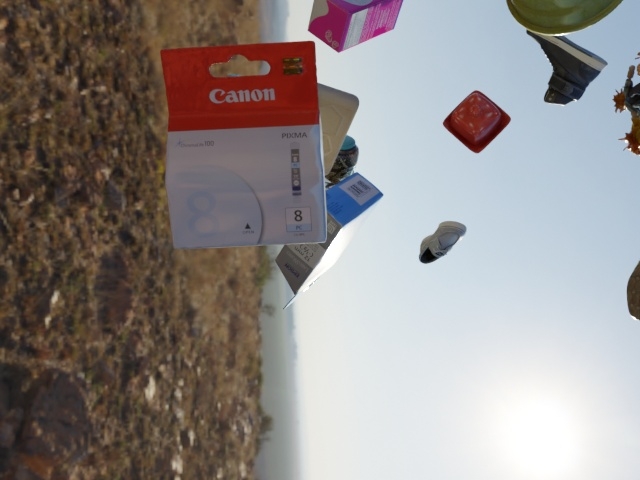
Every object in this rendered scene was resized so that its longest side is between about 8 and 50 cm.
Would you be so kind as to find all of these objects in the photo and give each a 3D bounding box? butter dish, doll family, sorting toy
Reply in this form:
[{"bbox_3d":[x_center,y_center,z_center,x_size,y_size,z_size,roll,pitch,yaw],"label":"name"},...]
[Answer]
[{"bbox_3d":[0.470,-0.375,2.004,0.160,0.160,0.118,46,3,19],"label":"butter dish"},{"bbox_3d":[0.677,-0.271,1.385,0.163,0.118,0.263,-71,143,-84],"label":"doll family"},{"bbox_3d":[-0.037,-0.257,1.463,0.038,0.193,0.208,-88,-163,-51],"label":"sorting toy"}]

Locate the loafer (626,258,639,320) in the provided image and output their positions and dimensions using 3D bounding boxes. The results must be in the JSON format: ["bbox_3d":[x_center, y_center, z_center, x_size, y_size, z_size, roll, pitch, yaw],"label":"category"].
[{"bbox_3d":[0.922,0.067,1.800,0.112,0.111,0.320,32,-64,52],"label":"loafer"}]

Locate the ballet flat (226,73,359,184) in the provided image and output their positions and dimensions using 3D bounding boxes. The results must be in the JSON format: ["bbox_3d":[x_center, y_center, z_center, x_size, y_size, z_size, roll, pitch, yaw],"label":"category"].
[{"bbox_3d":[-0.111,-0.299,1.918,0.164,0.482,0.182,-39,155,-47],"label":"ballet flat"}]

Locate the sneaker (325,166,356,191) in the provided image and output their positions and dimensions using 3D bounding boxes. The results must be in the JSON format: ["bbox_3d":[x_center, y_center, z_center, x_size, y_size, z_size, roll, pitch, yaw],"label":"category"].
[{"bbox_3d":[0.037,-0.244,2.208,0.235,0.153,0.094,63,12,-59],"label":"sneaker"}]

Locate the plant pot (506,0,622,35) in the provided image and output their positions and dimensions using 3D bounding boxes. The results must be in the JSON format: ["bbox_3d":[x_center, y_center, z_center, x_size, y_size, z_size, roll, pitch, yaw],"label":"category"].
[{"bbox_3d":[0.477,-0.604,1.340,0.254,0.276,0.276,26,55,-55],"label":"plant pot"}]

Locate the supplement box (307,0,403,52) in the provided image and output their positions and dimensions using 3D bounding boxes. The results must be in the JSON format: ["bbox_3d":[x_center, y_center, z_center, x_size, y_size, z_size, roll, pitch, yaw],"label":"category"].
[{"bbox_3d":[0.088,-0.557,1.606,0.111,0.220,0.114,42,-39,20],"label":"supplement box"}]

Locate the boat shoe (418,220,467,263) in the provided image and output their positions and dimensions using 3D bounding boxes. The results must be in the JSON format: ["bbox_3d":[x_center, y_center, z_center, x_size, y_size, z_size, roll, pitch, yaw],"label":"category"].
[{"bbox_3d":[0.349,0.014,1.911,0.227,0.079,0.081,131,-20,-65],"label":"boat shoe"}]

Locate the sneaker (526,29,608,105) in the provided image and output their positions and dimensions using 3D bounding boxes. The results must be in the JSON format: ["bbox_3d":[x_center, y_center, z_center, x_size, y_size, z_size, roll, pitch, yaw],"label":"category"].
[{"bbox_3d":[0.606,-0.455,1.743,0.086,0.226,0.163,-43,166,-55],"label":"sneaker"}]

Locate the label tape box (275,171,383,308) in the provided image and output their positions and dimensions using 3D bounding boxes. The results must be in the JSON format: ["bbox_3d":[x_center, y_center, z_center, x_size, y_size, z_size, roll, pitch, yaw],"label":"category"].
[{"bbox_3d":[0.000,0.000,1.816,0.249,0.115,0.348,-37,167,-52],"label":"label tape box"}]

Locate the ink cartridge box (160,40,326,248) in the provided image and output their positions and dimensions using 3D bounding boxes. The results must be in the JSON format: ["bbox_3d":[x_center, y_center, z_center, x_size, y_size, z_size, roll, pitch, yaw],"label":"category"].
[{"bbox_3d":[-0.149,-0.179,1.287,0.091,0.308,0.385,-85,172,-70],"label":"ink cartridge box"}]
